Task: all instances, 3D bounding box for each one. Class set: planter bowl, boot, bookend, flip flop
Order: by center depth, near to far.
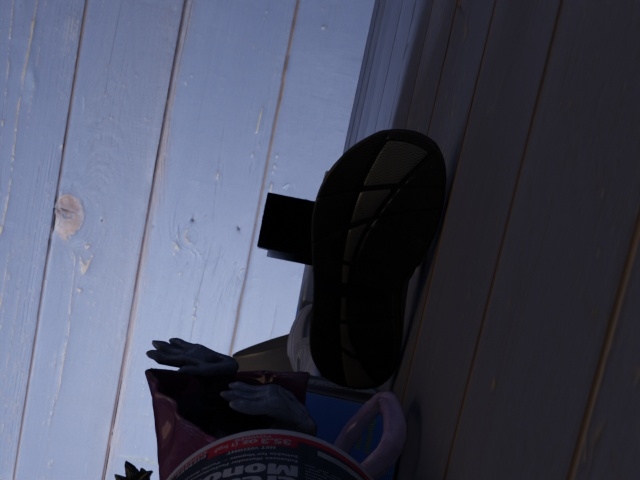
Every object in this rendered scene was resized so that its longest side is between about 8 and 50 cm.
[{"bbox_3d":[0.051,0.016,1.138,0.080,0.112,0.277,-57,-21,-53],"label":"flip flop"},{"bbox_3d":[0.016,0.145,1.519,0.258,0.095,0.123,-93,18,-47],"label":"boot"},{"bbox_3d":[0.000,0.000,1.606,0.157,0.156,0.072,110,171,-81],"label":"bookend"},{"bbox_3d":[-0.029,0.186,1.696,0.162,0.162,0.109,-143,38,-88],"label":"planter bowl"}]

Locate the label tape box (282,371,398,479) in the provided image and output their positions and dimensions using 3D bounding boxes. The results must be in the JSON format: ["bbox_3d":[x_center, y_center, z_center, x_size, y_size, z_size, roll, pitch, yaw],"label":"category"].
[{"bbox_3d":[-0.009,0.258,1.188,0.334,0.106,0.240,135,145,-86],"label":"label tape box"}]

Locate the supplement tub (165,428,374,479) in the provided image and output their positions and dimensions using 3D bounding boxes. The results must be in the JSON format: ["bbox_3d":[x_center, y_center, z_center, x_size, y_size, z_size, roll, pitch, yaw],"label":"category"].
[{"bbox_3d":[-0.036,0.246,0.799,0.272,0.191,0.191,-95,17,-82],"label":"supplement tub"}]

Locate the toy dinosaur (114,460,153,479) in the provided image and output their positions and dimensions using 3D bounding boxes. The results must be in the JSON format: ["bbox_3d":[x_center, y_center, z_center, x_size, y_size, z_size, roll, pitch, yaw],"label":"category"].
[{"bbox_3d":[-0.153,0.344,1.710,0.218,0.164,0.322,-18,47,36],"label":"toy dinosaur"}]

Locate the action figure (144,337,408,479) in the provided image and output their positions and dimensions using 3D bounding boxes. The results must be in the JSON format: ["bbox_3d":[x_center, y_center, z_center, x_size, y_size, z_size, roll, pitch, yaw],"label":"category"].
[{"bbox_3d":[-0.082,0.278,1.065,0.248,0.276,0.370,-90,4,-79],"label":"action figure"}]

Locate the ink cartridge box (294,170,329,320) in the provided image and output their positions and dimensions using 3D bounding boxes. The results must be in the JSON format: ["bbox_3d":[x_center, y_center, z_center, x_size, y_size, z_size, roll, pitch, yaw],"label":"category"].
[{"bbox_3d":[0.024,0.023,1.788,0.148,0.086,0.203,106,174,-67],"label":"ink cartridge box"}]
